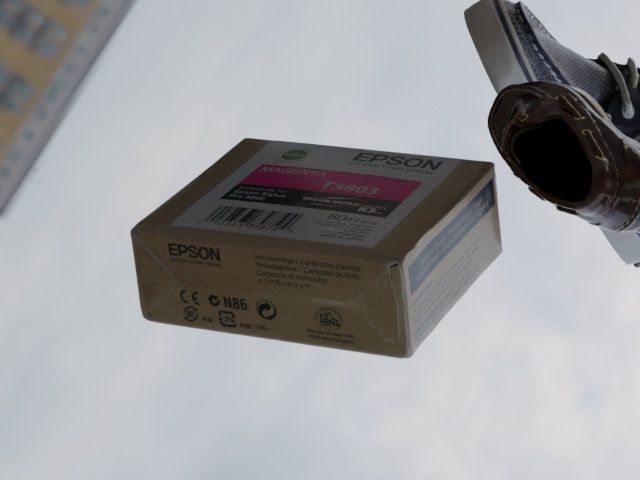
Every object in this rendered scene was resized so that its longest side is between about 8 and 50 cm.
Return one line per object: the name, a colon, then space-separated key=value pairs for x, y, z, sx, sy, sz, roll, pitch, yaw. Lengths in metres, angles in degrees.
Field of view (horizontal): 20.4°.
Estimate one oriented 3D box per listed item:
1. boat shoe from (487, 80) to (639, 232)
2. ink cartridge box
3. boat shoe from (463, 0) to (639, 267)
boat shoe: x=0.166 y=-0.066 z=1.242 sx=0.207 sy=0.073 sz=0.073 roll=42 pitch=-60 yaw=59
ink cartridge box: x=0.000 y=0.000 z=1.401 sx=0.235 sy=0.088 sz=0.193 roll=6 pitch=-152 yaw=25
boat shoe: x=0.258 y=-0.118 z=1.494 sx=0.158 sy=0.340 sz=0.127 roll=-28 pitch=-131 yaw=17
